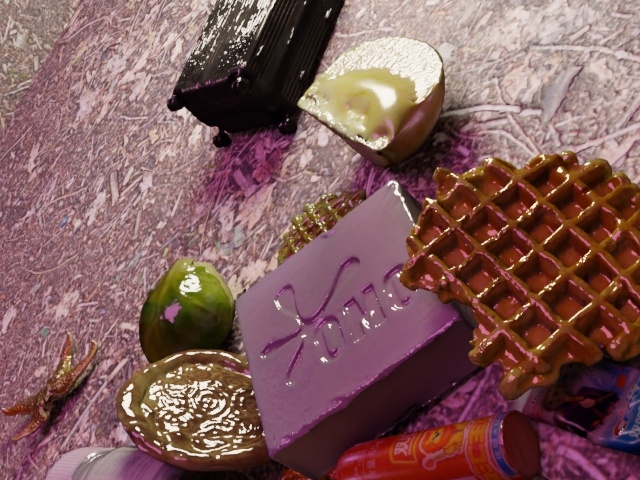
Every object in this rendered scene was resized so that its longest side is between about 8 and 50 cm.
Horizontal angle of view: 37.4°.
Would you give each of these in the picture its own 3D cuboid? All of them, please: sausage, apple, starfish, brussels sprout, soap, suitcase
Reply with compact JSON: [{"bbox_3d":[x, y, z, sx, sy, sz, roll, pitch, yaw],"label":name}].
[{"bbox_3d":[0.111,0.247,1.050,0.274,0.074,0.074,-23,47,40],"label":"sausage"},{"bbox_3d":[0.101,-0.204,1.387,0.193,0.120,0.265,-45,37,-6],"label":"apple"},{"bbox_3d":[-0.506,0.271,1.790,0.247,0.050,0.138,-47,35,0],"label":"starfish"},{"bbox_3d":[-0.207,0.118,1.476,0.161,0.143,0.181,107,174,-69],"label":"brussels sprout"},{"bbox_3d":[0.046,0.107,1.199,0.296,0.107,0.285,-38,38,14],"label":"soap"},{"bbox_3d":[-0.111,-0.357,1.735,0.229,0.152,0.335,-3,58,48],"label":"suitcase"}]

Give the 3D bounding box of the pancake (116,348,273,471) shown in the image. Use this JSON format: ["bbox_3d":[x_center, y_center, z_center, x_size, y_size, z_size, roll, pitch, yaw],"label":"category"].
[{"bbox_3d":[-0.146,0.220,1.267,0.250,0.250,0.031,-126,37,-53],"label":"pancake"}]

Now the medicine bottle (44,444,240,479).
[{"bbox_3d":[-0.247,0.363,1.289,0.273,0.165,0.165,-9,56,42],"label":"medicine bottle"}]

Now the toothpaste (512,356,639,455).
[{"bbox_3d":[0.292,0.163,0.925,0.266,0.061,0.096,15,74,60],"label":"toothpaste"}]

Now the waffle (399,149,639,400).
[{"bbox_3d":[0.224,0.019,1.019,0.281,0.058,0.301,-18,51,6],"label":"waffle"}]

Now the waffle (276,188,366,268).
[{"bbox_3d":[0.000,0.000,1.409,0.183,0.036,0.169,-19,47,40],"label":"waffle"}]

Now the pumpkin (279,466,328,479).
[{"bbox_3d":[-0.027,0.316,1.190,0.073,0.035,0.101,-17,48,38],"label":"pumpkin"}]
